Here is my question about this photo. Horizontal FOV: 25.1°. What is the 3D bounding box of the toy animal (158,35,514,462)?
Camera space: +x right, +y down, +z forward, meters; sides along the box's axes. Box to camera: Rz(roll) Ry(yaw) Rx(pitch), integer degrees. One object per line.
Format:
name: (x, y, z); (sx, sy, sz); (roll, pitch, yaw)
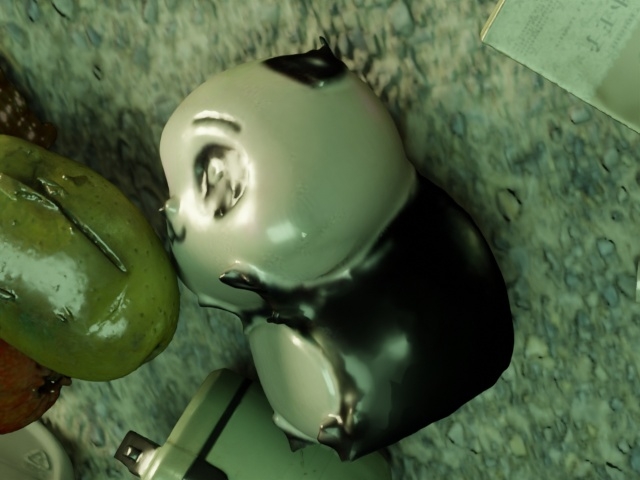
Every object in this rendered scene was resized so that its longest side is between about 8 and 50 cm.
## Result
toy animal: (0.000, 0.000, 1.155); (0.251, 0.251, 0.310); (-23, 97, 22)

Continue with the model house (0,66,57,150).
model house: (-0.374, -0.070, 1.251); (0.229, 0.199, 0.219); (16, 126, 14)

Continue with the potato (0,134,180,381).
potato: (-0.224, 0.013, 1.135); (0.248, 0.143, 0.169); (34, 134, 6)

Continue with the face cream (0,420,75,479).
face cream: (-0.354, 0.268, 1.362); (0.201, 0.201, 0.187); (30, 115, 3)

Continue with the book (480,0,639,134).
book: (0.243, -0.167, 1.133); (0.199, 0.016, 0.138); (31, 115, 2)

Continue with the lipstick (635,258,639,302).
lipstick: (0.325, 0.038, 1.176); (0.131, 0.038, 0.038); (4, 111, 15)

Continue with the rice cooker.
rice cooker: (-0.068, 0.237, 1.269); (0.244, 0.226, 0.226); (26, 115, 3)

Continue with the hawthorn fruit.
hawthorn fruit: (-0.347, 0.066, 1.344); (0.285, 0.165, 0.165); (25, 117, 32)
